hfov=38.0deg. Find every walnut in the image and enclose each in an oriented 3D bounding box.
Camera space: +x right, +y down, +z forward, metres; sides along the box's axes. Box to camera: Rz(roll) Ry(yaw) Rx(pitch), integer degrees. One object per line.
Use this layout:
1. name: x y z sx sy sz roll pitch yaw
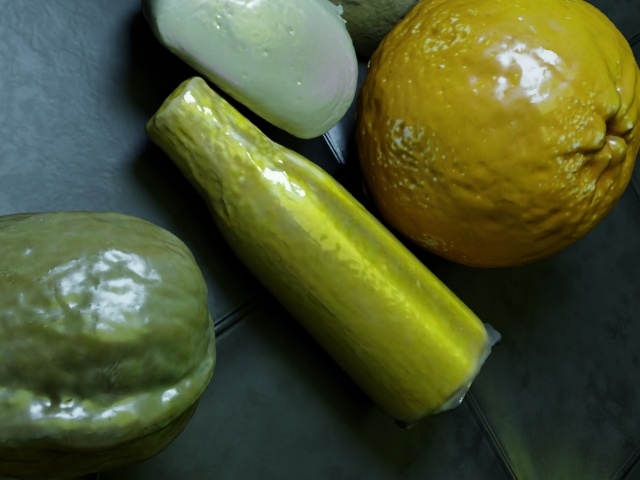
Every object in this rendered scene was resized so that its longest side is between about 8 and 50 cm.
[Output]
1. walnut: -0.227 0.083 0.791 0.283 0.227 0.283 9 36 -6

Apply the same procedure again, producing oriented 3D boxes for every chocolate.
1. chocolate: 0.000 0.000 1.008 0.445 0.162 0.162 47 57 -16

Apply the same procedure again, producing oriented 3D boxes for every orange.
1. orange: 0.216 -0.131 1.081 0.341 0.293 0.340 -13 111 -36

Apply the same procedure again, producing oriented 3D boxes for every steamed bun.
1. steamed bun: -0.066 -0.228 0.994 0.239 0.170 0.152 35 97 -27

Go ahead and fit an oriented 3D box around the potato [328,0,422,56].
1. potato: 0.026 -0.334 1.088 0.264 0.189 0.211 -13 86 -36
